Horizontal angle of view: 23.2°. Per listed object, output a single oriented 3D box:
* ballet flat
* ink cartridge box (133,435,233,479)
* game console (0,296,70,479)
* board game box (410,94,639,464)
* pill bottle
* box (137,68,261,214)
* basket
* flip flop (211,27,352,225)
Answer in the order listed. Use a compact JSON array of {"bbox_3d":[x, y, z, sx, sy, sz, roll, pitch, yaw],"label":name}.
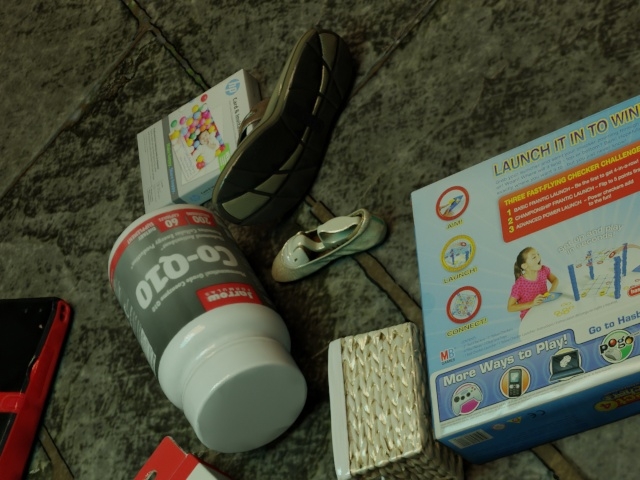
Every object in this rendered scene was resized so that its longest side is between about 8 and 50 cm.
[{"bbox_3d":[0.000,0.000,1.842,0.168,0.052,0.057,-24,52,27],"label":"ballet flat"},{"bbox_3d":[-0.128,0.334,1.732,0.134,0.078,0.231,-54,45,0],"label":"ink cartridge box"},{"bbox_3d":[-0.523,0.240,2.136,0.386,0.060,0.342,-4,58,37],"label":"game console"},{"bbox_3d":[0.252,0.038,1.591,0.308,0.086,0.302,-22,53,28],"label":"board game box"},{"bbox_3d":[-0.131,0.100,1.813,0.161,0.161,0.283,-44,46,10],"label":"pill bottle"},{"bbox_3d":[-0.156,-0.121,2.052,0.186,0.038,0.145,-28,51,23],"label":"box"},{"bbox_3d":[0.081,0.183,1.630,0.103,0.113,0.167,-19,54,25],"label":"basket"},{"bbox_3d":[-0.052,-0.140,1.934,0.080,0.112,0.277,5,66,51],"label":"flip flop"}]
